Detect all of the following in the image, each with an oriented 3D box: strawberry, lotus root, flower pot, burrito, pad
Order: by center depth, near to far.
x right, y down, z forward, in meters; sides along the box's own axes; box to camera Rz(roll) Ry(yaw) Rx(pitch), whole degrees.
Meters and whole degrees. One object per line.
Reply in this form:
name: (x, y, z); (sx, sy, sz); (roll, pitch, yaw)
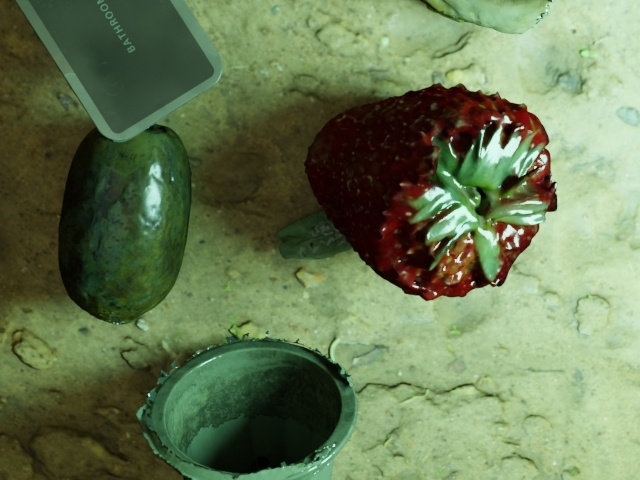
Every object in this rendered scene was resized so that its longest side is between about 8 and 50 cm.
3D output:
pad: (-0.254, -0.267, 0.877); (0.176, 0.002, 0.266); (-33, 88, -3)
strawberry: (0.134, -0.071, 0.888); (0.261, 0.257, 0.261); (-8, 110, -21)
lotus root: (-0.258, -0.022, 0.945); (0.160, 0.152, 0.274); (11, 106, 3)
burrito: (-0.001, -0.003, 0.993); (0.118, 0.044, 0.074); (-22, 109, 6)
flower pot: (-0.091, 0.309, 1.000); (0.290, 0.290, 0.259); (1, 121, 3)

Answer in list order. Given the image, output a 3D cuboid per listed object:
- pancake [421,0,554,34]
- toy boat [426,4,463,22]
pancake: (0.223, -0.425, 0.802); (0.382, 0.071, 0.382); (0, 94, 1)
toy boat: (0.213, -0.315, 0.871); (0.172, 0.065, 0.066); (-14, 78, 3)
